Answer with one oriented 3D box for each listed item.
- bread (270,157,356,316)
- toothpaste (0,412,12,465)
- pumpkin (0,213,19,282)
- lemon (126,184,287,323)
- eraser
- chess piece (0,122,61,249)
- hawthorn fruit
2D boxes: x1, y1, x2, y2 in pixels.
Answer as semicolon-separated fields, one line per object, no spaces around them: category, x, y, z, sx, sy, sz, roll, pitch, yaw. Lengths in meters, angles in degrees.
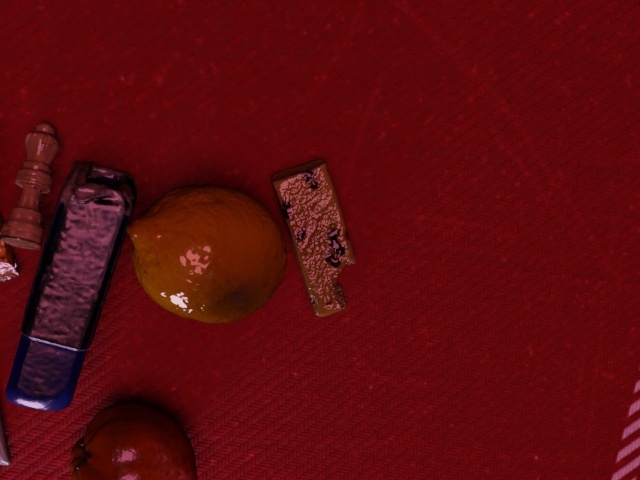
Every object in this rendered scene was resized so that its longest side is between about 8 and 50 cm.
bread;0.000;0.000;1.312;0.088;0.049;0.226;-20;107;-3
toothpaste;-0.492;0.221;1.307;0.062;0.039;0.239;0;106;7
pumpkin;-0.501;-0.037;1.161;0.139;0.190;0.280;-18;107;-4
lemon;-0.147;0.017;1.220;0.257;0.188;0.188;15;104;-42
eraser;-0.338;0.061;1.226;0.102;0.155;0.332;16;102;-13
chess piece;-0.385;-0.076;1.212;0.060;0.060;0.171;11;75;-10
hawthorn fruit;-0.268;0.329;1.299;0.189;0.189;0.189;-2;105;-7
